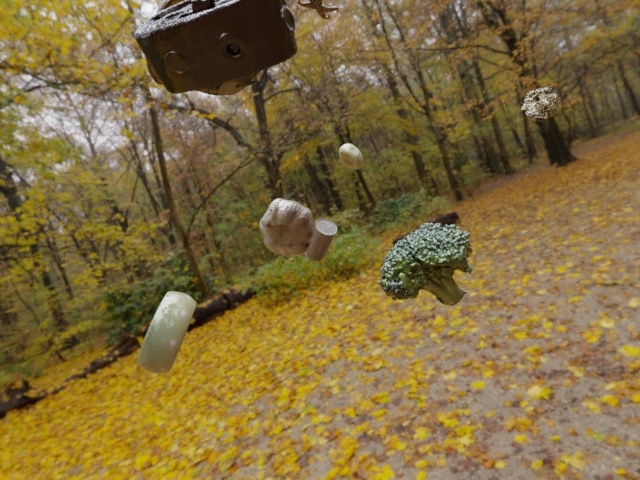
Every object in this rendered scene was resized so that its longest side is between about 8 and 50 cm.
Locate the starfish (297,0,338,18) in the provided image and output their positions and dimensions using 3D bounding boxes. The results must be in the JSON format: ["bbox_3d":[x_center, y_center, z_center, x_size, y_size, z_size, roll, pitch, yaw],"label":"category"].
[{"bbox_3d":[-0.009,-1.121,2.040,0.209,0.053,0.150,22,-5,15],"label":"starfish"}]

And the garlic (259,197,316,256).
[{"bbox_3d":[-0.106,-0.065,1.572,0.218,0.218,0.212,-20,17,23],"label":"garlic"}]

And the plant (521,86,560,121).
[{"bbox_3d":[0.690,-0.411,1.334,0.122,0.116,0.104,14,-28,-40],"label":"plant"}]

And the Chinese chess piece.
[{"bbox_3d":[-0.466,0.279,1.317,0.101,0.250,0.250,22,-8,-12],"label":"Chinese chess piece"}]

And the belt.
[{"bbox_3d":[-0.177,-0.357,0.781,0.289,0.164,0.184,-2,43,24],"label":"belt"}]

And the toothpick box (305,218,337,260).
[{"bbox_3d":[0.000,0.000,1.993,0.111,0.111,0.181,-23,-30,-39],"label":"toothpick box"}]

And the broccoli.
[{"bbox_3d":[0.369,0.092,1.546,0.338,0.317,0.277,-11,29,11],"label":"broccoli"}]

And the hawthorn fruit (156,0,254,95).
[{"bbox_3d":[-0.313,-0.557,1.225,0.316,0.316,0.316,-21,3,1],"label":"hawthorn fruit"}]

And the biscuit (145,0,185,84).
[{"bbox_3d":[-0.316,-0.469,1.005,0.260,0.041,0.203,-42,-12,27],"label":"biscuit"}]

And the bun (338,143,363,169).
[{"bbox_3d":[0.127,-0.336,1.709,0.069,0.115,0.115,-48,11,-18],"label":"bun"}]
